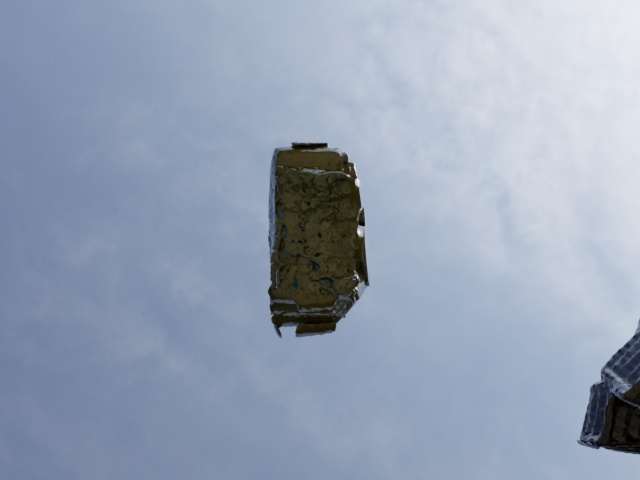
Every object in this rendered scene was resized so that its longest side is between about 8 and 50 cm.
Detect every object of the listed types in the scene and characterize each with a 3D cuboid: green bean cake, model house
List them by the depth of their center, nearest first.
[{"bbox_3d":[0.288,0.132,0.573,0.165,0.152,0.106,-53,-128,13],"label":"model house"},{"bbox_3d":[0.000,0.000,1.298,0.201,0.285,0.310,0,-121,-4],"label":"green bean cake"}]

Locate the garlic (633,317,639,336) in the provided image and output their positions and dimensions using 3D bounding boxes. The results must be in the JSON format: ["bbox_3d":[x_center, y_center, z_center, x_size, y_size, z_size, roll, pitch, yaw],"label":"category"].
[{"bbox_3d":[0.469,0.179,0.874,0.152,0.228,0.228,7,-109,28],"label":"garlic"}]
